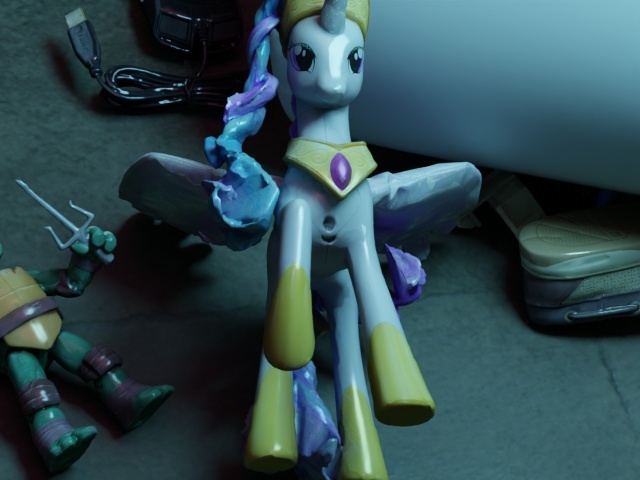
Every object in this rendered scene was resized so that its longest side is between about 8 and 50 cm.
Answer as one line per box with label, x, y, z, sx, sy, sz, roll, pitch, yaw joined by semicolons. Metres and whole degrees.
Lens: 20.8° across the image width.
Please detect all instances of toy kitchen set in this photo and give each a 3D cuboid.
toy kitchen set;0.165;-0.012;1.556;0.068;0.075;0.083;-37;18;4

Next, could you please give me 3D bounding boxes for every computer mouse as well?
computer mouse;-0.158;-0.217;1.650;0.184;0.060;0.262;-4;61;-22

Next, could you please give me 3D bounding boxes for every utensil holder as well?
utensil holder;0.186;-0.209;1.494;0.385;0.327;0.327;10;45;18

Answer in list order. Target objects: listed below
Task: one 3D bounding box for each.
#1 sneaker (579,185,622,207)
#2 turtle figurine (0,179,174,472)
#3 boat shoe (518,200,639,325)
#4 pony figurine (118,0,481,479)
sneaker;0.252;-0.070;1.609;0.059;0.053;0.144;11;38;-4
turtle figurine;-0.227;0.056;1.341;0.175;0.118;0.234;-34;77;-19
boat shoe;0.305;0.019;1.512;0.285;0.092;0.103;-7;31;-16
pony figurine;0.000;0.000;1.330;0.303;0.351;0.363;0;67;-8
